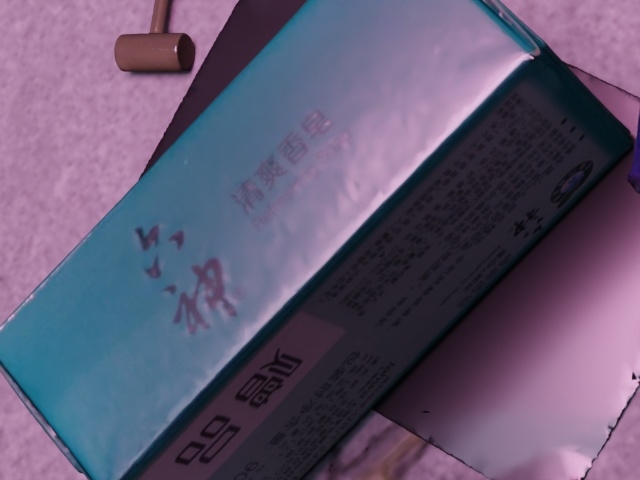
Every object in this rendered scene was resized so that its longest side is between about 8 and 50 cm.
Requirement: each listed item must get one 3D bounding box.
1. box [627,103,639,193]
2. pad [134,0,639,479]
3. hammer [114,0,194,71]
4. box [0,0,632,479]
[{"bbox_3d":[0.257,-0.118,0.652,0.261,0.116,0.279,20,125,27],"label":"box"},{"bbox_3d":[0.041,-0.016,0.866,0.267,0.004,0.181,30,92,25],"label":"pad"},{"bbox_3d":[-0.074,-0.135,0.937,0.035,0.019,0.110,3,75,24],"label":"hammer"},{"bbox_3d":[0.000,0.000,0.794,0.245,0.153,0.092,-46,65,7],"label":"box"}]
